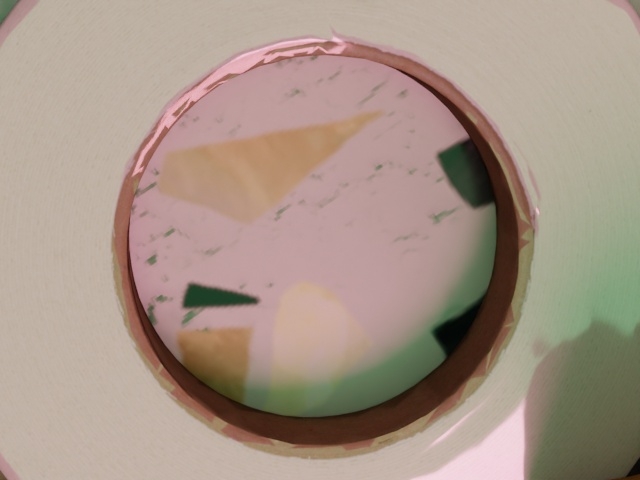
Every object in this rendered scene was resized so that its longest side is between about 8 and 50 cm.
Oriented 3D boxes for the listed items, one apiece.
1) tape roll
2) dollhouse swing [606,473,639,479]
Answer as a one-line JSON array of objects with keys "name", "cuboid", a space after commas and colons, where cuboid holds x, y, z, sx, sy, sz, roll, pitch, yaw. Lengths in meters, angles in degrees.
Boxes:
[{"name": "tape roll", "cuboid": [0.000, 0.000, 0.981, 0.392, 0.072, 0.392, -1, 97, -4]}, {"name": "dollhouse swing", "cuboid": [0.310, 0.246, 0.919, 0.346, 0.315, 0.305, -7, 90, -14]}]
